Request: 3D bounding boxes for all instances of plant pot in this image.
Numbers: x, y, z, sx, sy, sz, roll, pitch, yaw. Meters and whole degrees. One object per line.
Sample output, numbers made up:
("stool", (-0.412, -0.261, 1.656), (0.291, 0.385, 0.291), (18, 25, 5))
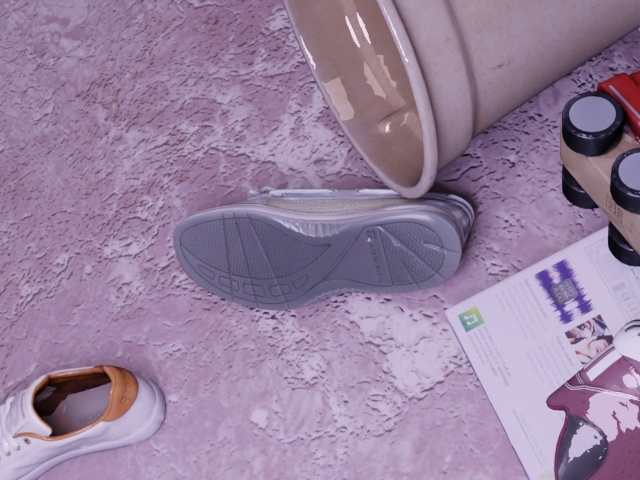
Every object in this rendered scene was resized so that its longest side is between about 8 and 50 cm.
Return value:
("plant pot", (0.155, -0.254, 1.350), (0.305, 0.334, 0.334), (-26, 57, -11))

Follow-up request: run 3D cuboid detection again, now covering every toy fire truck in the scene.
("toy fire truck", (0.370, -0.090, 1.254), (0.246, 0.158, 0.217), (-27, 55, -9))

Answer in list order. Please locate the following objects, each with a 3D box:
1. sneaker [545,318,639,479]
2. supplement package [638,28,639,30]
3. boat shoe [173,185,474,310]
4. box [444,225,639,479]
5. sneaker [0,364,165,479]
("sneaker", (0.300, 0.218, 1.175), (0.162, 0.106, 0.281), (-37, 86, 15))
("supplement package", (0.386, -0.287, 1.390), (0.139, 0.134, 0.244), (-23, 56, -16))
("boat shoe", (0.001, -0.002, 1.432), (0.320, 0.118, 0.103), (-5, 22, 21))
("box", (0.309, 0.094, 1.289), (0.322, 0.058, 0.232), (-28, 58, 6))
("sneaker", (-0.319, 0.193, 1.434), (0.290, 0.123, 0.106), (-23, 60, 10))
